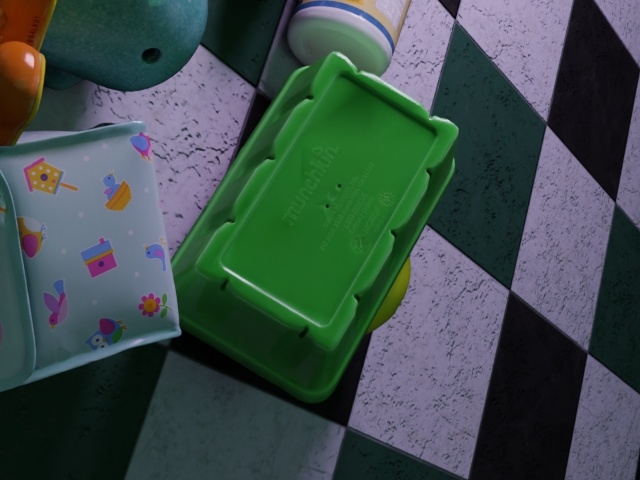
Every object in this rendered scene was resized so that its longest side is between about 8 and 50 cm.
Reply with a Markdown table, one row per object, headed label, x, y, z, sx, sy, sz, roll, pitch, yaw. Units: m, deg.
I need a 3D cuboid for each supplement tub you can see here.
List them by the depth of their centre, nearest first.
| label | x | y | z | sx | sy | sz | roll | pitch | yaw |
| --- | --- | --- | --- | --- | --- | --- | --- | --- | --- |
| supplement tub | 0.049 | -0.329 | 1.170 | 0.144 | 0.144 | 0.200 | 38 | 62 | -41 |

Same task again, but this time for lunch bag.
| label | x | y | z | sx | sy | sz | roll | pitch | yaw |
| --- | --- | --- | --- | --- | --- | --- | --- | --- | --- |
| lunch bag | -0.281 | 0.013 | 0.797 | 0.262 | 0.160 | 0.223 | -15 | 104 | -36 |

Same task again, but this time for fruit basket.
| label | x | y | z | sx | sy | sz | roll | pitch | yaw |
| --- | --- | --- | --- | --- | --- | --- | --- | --- | --- |
| fruit basket | 0.000 | 0.000 | 1.071 | 0.283 | 0.392 | 0.392 | 31 | 60 | -2 |

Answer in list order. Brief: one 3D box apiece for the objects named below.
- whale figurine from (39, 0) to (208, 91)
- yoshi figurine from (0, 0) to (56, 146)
| label | x | y | z | sx | sy | sz | roll | pitch | yaw |
| --- | --- | --- | --- | --- | --- | --- | --- | --- | --- |
| whale figurine | -0.231 | -0.216 | 0.821 | 0.272 | 0.216 | 0.141 | -10 | 55 | -37 |
| yoshi figurine | -0.371 | -0.205 | 0.613 | 0.362 | 0.203 | 0.203 | 15 | 98 | -26 |
